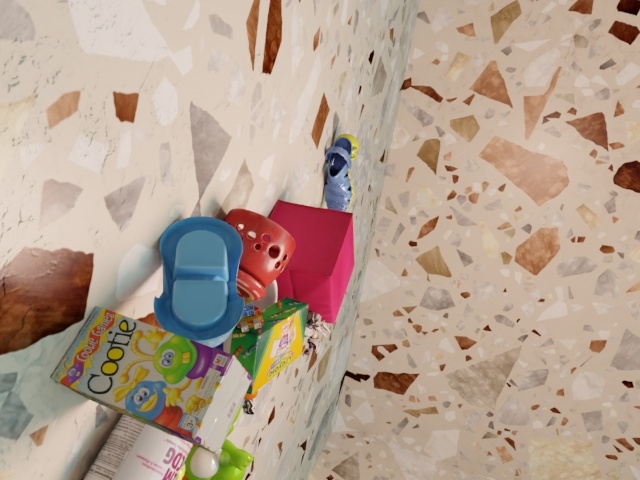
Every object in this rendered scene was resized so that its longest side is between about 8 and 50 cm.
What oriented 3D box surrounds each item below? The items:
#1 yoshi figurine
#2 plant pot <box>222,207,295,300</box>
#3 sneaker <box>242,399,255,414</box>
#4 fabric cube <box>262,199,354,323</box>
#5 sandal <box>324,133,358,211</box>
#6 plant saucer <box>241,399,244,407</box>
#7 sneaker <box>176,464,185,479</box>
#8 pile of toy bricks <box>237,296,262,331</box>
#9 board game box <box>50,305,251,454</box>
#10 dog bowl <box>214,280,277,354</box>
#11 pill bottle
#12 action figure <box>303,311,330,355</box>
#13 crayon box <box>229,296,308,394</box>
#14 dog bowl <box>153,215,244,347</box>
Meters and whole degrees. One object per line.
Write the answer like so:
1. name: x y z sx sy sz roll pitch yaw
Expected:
1. yoshi figurine: -0.265 0.540 1.411 0.203 0.203 0.362 -12 119 -80
2. plant pot: -0.178 0.043 1.239 0.191 0.191 0.174 75 36 -62
3. sneaker: -0.251 0.572 1.780 0.109 0.040 0.043 92 3 -49
4. fabric cube: -0.046 0.066 1.583 0.258 0.259 0.254 83 23 -52
5. sandal: 0.064 -0.252 1.966 0.138 0.126 0.317 -30 125 -64
6. plant saucer: -0.278 0.513 1.617 0.195 0.038 0.194 14 90 -75
7. sneaker: -0.398 0.618 1.194 0.240 0.091 0.126 -3 108 -75
8. pile of toy bricks: -0.253 0.165 1.206 0.105 0.212 0.118 -120 -158 -51
9. board game box: -0.285 0.241 0.883 0.142 0.276 0.144 79 30 -58
10. dog bowl: -0.220 0.208 1.404 0.265 0.104 0.264 15 90 -74
11. pill bottle: -0.367 0.457 1.013 0.160 0.161 0.283 84 26 -53
12. action figure: -0.094 0.296 1.581 0.285 0.185 0.099 -34 -162 32
13. crayon box: -0.136 0.273 1.364 0.278 0.081 0.165 -23 124 -63
14. dog bowl: -0.240 0.084 1.016 0.074 0.166 0.297 107 -20 -49
